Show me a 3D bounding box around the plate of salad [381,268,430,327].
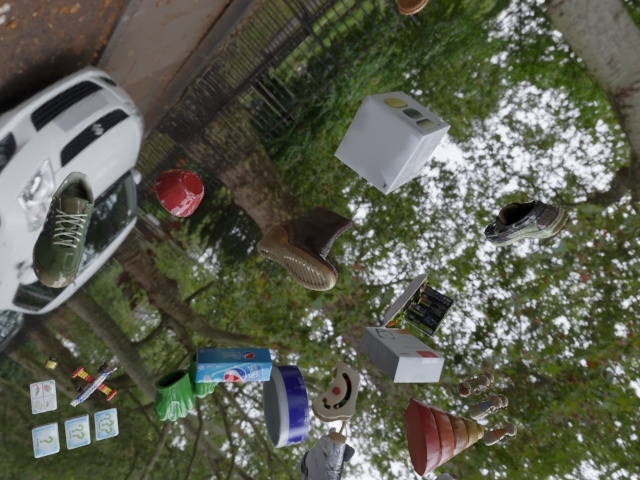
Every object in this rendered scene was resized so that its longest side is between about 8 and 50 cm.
[{"bbox_3d":[0.233,0.159,1.111,0.200,0.048,0.200,-48,168,-13],"label":"plate of salad"}]

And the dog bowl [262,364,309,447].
[{"bbox_3d":[-0.128,0.579,1.485,0.265,0.104,0.266,179,-90,-69],"label":"dog bowl"}]

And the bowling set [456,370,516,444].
[{"bbox_3d":[0.619,0.595,1.585,0.154,0.200,0.287,-28,-142,8],"label":"bowling set"}]

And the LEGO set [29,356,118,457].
[{"bbox_3d":[-0.588,0.392,1.009,0.182,0.245,0.060,-4,-170,-30],"label":"LEGO set"}]

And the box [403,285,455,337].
[{"bbox_3d":[0.451,0.293,1.817,0.190,0.045,0.184,29,-98,34],"label":"box"}]

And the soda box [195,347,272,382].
[{"bbox_3d":[-0.249,0.357,1.207,0.071,0.209,0.068,-124,-138,-63],"label":"soda box"}]

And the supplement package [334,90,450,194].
[{"bbox_3d":[0.217,-0.297,1.243,0.262,0.199,0.198,-33,158,-52],"label":"supplement package"}]

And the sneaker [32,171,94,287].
[{"bbox_3d":[-0.386,-0.029,0.637,0.086,0.064,0.192,-54,-143,33],"label":"sneaker"}]

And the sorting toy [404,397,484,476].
[{"bbox_3d":[0.231,0.398,0.614,0.125,0.127,0.366,-3,-145,-6],"label":"sorting toy"}]

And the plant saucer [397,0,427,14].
[{"bbox_3d":[0.237,-0.622,1.082,0.083,0.013,0.084,-8,-108,28],"label":"plant saucer"}]

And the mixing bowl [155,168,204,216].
[{"bbox_3d":[-0.489,-0.186,1.515,0.098,0.182,0.182,-21,-152,29],"label":"mixing bowl"}]

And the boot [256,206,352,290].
[{"bbox_3d":[0.000,0.000,0.930,0.206,0.090,0.248,-32,-141,-31],"label":"boot"}]

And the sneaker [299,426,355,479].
[{"bbox_3d":[0.033,0.862,1.535,0.210,0.137,0.366,-57,-161,8],"label":"sneaker"}]

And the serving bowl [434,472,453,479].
[{"bbox_3d":[0.329,0.678,1.158,0.083,0.027,0.083,-53,175,-6],"label":"serving bowl"}]

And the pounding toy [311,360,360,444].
[{"bbox_3d":[0.048,0.607,1.574,0.155,0.154,0.270,101,5,-53],"label":"pounding toy"}]

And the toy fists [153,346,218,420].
[{"bbox_3d":[-0.430,0.470,1.374,0.096,0.143,0.279,1,-164,24],"label":"toy fists"}]

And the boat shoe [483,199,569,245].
[{"bbox_3d":[0.394,-0.042,0.848,0.080,0.073,0.223,-51,-176,-9],"label":"boat shoe"}]

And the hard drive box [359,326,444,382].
[{"bbox_3d":[0.267,0.381,1.416,0.232,0.180,0.089,30,-71,63],"label":"hard drive box"}]
